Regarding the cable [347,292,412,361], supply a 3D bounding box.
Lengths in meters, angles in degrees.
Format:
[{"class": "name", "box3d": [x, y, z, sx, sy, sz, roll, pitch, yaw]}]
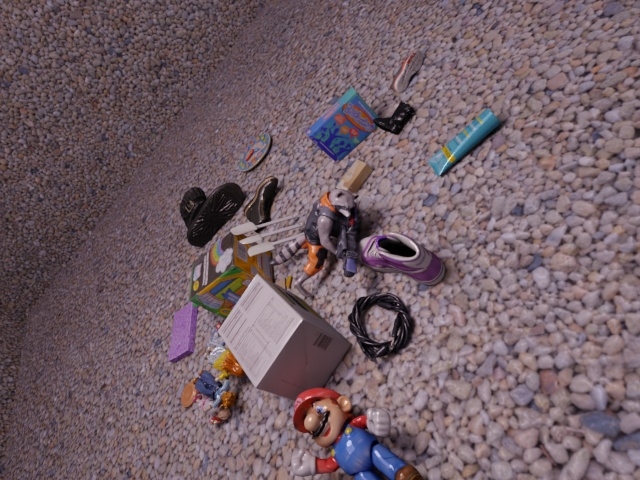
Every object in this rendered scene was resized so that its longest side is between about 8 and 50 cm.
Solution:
[{"class": "cable", "box3d": [0.143, 0.196, 1.076, 0.150, 0.047, 0.185, -42, 40, 15]}]

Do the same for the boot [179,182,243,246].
[{"class": "boot", "box3d": [-0.493, -0.167, 1.910, 0.348, 0.131, 0.260, -44, 40, 14]}]

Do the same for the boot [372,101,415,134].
[{"class": "boot", "box3d": [0.237, -0.401, 1.401, 0.099, 0.045, 0.121, -55, 46, 4]}]

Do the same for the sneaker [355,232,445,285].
[{"class": "sneaker", "box3d": [0.164, 0.017, 1.094, 0.282, 0.161, 0.102, 13, 74, 50]}]

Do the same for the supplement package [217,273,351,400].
[{"class": "supplement package", "box3d": [-0.101, 0.258, 1.159, 0.198, 0.199, 0.262, -56, 39, -1]}]

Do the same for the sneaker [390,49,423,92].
[{"class": "sneaker", "box3d": [0.284, -0.576, 1.469, 0.158, 0.061, 0.065, -55, 33, -1]}]

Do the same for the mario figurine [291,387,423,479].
[{"class": "mario figurine", "box3d": [0.042, 0.431, 0.910, 0.198, 0.170, 0.320, -32, 40, -27]}]

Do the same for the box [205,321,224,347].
[{"class": "box", "box3d": [-0.327, 0.343, 1.465, 0.137, 0.027, 0.094, 21, 81, 50]}]

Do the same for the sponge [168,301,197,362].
[{"class": "sponge", "box3d": [-0.523, 0.347, 1.658, 0.117, 0.031, 0.210, -31, 45, 26]}]

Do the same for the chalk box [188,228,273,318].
[{"class": "chalk box", "box3d": [-0.324, 0.136, 1.483, 0.288, 0.179, 0.180, -36, 39, 24]}]

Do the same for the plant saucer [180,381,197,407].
[{"class": "plant saucer", "box3d": [-0.447, 0.522, 1.472, 0.083, 0.013, 0.084, -26, 47, 31]}]

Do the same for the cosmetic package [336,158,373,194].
[{"class": "cosmetic package", "box3d": [0.109, -0.198, 1.392, 0.115, 0.041, 0.060, -55, 39, 1]}]

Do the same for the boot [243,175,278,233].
[{"class": "boot", "box3d": [-0.206, -0.134, 1.653, 0.198, 0.076, 0.137, -55, 42, 21]}]

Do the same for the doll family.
[{"class": "doll family", "box3d": [-0.298, 0.417, 1.298, 0.163, 0.118, 0.263, 17, 75, 34]}]

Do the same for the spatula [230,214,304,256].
[{"class": "spatula", "box3d": [-0.155, -0.029, 1.422, 0.241, 0.019, 0.168, -19, 38, -26]}]

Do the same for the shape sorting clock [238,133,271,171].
[{"class": "shape sorting clock", "box3d": [-0.299, -0.396, 1.945, 0.206, 0.040, 0.206, -25, 48, 31]}]

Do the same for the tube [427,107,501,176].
[{"class": "tube", "box3d": [0.381, -0.261, 1.162, 0.207, 0.052, 0.080, -43, 31, 25]}]

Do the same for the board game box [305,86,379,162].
[{"class": "board game box", "box3d": [0.080, -0.381, 1.457, 0.210, 0.160, 0.047, -41, 42, 18]}]

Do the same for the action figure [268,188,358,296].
[{"class": "action figure", "box3d": [0.000, 0.000, 1.231, 0.330, 0.178, 0.341, -58, 18, 26]}]

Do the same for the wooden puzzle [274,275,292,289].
[{"class": "wooden puzzle", "box3d": [-0.137, 0.162, 1.412, 0.116, 0.014, 0.079, -26, 43, 31]}]
